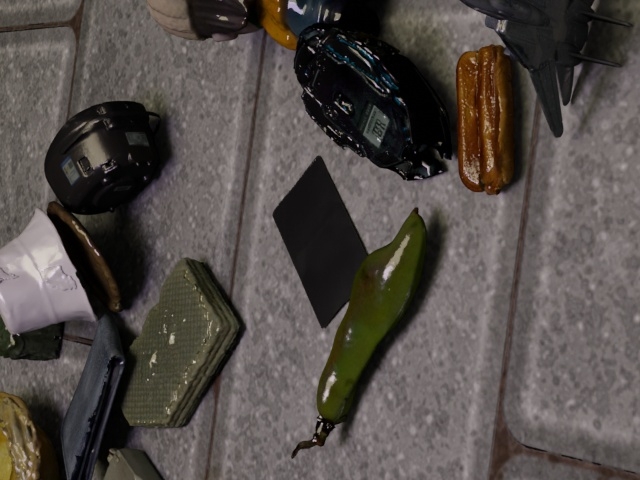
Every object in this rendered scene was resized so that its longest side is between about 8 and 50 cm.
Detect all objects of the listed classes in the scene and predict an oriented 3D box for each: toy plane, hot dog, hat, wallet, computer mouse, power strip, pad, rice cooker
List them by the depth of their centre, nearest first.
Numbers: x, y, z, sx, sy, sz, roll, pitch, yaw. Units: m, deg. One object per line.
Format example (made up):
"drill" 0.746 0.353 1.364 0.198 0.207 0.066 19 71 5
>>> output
"toy plane" 0.190 -0.216 1.336 0.088 0.267 0.212 21 100 44
"hot dog" 0.179 -0.129 1.504 0.071 0.045 0.165 -13 74 46
"computer mouse" 0.065 -0.167 1.602 0.242 0.077 0.146 45 144 17
"pad" 0.000 0.000 1.725 0.116 0.004 0.193 -50 49 32
"power strip" -0.217 0.388 1.881 0.286 0.048 0.080 43 118 44
"wallet" -0.328 0.232 2.009 0.167 0.036 0.222 -125 52 -67
"rice cooker" -0.312 -0.118 2.013 0.203 0.142 0.118 -43 65 41
"hat" -0.425 0.062 2.058 0.203 0.126 0.203 58 167 21

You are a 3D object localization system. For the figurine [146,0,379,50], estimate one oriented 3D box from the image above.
"figurine" -0.086 -0.328 1.728 0.332 0.204 0.185 19 96 49

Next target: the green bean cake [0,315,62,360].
"green bean cake" -0.487 0.101 2.216 0.181 0.094 0.173 6 87 49

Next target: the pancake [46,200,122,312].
"pancake" -0.342 0.024 2.029 0.199 0.021 0.199 48 159 25

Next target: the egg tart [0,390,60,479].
"egg tart" -0.489 0.364 2.155 0.288 0.118 0.288 -15 70 50

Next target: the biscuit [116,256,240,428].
"biscuit" -0.205 0.160 1.904 0.252 0.052 0.150 -59 44 28

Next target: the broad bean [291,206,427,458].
"broad bean" 0.051 0.107 1.608 0.075 0.067 0.325 -101 30 -68
